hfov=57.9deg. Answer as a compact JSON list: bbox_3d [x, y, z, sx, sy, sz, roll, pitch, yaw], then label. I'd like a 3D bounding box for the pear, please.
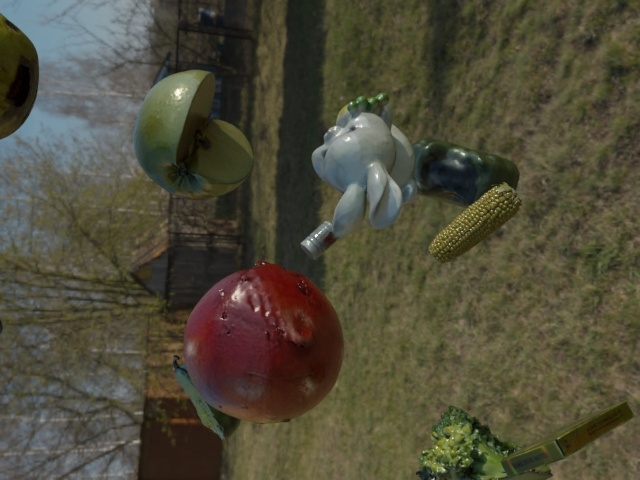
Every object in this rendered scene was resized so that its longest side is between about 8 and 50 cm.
[{"bbox_3d":[-0.696,-0.332,1.148,0.283,0.283,0.284,-177,90,-74],"label":"pear"}]

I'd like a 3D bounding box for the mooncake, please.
[{"bbox_3d":[0.437,-0.199,1.802,0.351,0.351,0.187,-150,74,-73],"label":"mooncake"}]

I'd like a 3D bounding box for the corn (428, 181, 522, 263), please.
[{"bbox_3d":[0.388,-0.040,1.462,0.091,0.260,0.091,55,-166,18],"label":"corn"}]

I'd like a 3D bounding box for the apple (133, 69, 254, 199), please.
[{"bbox_3d":[-0.318,-0.236,1.380,0.295,0.233,0.258,58,-147,-40],"label":"apple"}]

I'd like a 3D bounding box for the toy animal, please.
[{"bbox_3d":[0.090,-0.149,1.160,0.247,0.182,0.310,70,-163,-2],"label":"toy animal"}]

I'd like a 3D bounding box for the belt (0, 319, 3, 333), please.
[{"bbox_3d":[-1.080,0.225,1.781,0.122,0.218,0.128,-41,8,30],"label":"belt"}]

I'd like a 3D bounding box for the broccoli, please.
[{"bbox_3d":[0.332,0.431,1.185,0.273,0.242,0.180,-46,27,37],"label":"broccoli"}]

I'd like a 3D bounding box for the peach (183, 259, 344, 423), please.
[{"bbox_3d":[-0.116,0.211,1.241,0.370,0.369,0.370,-177,90,-74],"label":"peach"}]

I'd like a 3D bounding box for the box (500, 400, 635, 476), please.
[{"bbox_3d":[0.385,0.309,0.903,0.121,0.193,0.030,-51,56,47],"label":"box"}]

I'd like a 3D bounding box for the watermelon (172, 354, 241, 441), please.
[{"bbox_3d":[-0.265,0.372,1.433,0.232,0.127,0.204,53,157,11],"label":"watermelon"}]

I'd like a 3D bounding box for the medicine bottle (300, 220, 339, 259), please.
[{"bbox_3d":[0.000,0.000,1.465,0.058,0.091,0.058,45,167,13],"label":"medicine bottle"}]
